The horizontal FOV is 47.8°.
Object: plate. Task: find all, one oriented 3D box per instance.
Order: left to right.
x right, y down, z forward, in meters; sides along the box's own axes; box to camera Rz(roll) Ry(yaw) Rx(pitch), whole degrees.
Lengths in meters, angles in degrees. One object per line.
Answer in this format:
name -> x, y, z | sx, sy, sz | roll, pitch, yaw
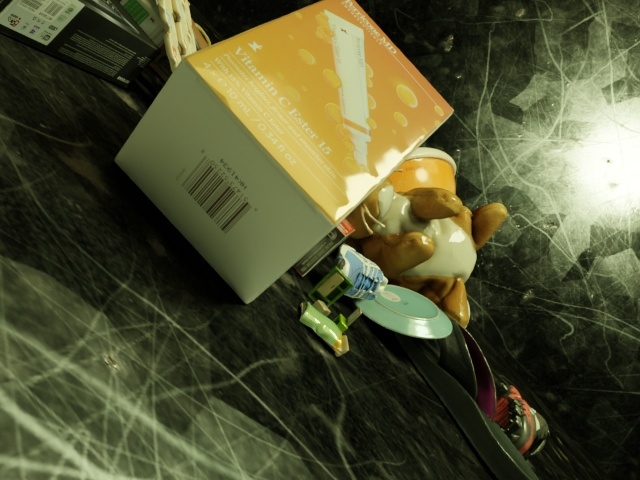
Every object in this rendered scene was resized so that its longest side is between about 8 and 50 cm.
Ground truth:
plate -> 0.149, 0.118, 1.286 | 0.188, 0.024, 0.188 | 15, 20, -6

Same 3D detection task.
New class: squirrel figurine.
squirrel figurine -> 0.122, -0.028, 1.516 | 0.370, 0.281, 0.397 | 28, -8, -21

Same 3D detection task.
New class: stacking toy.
stacking toy -> 0.257, 0.030, 1.897 | 0.350, 0.350, 0.480 | 32, 37, -61

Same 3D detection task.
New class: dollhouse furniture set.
dollhouse furniture set -> 0.019, 0.088, 0.964 | 0.076, 0.058, 0.152 | 46, 9, -10

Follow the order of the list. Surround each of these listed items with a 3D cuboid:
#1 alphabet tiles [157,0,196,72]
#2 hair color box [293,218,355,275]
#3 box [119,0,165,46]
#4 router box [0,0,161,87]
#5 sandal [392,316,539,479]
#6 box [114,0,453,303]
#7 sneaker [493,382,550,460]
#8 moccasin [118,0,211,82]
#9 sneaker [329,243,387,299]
alphabet tiles -> -0.214, -0.298, 1.161 | 0.278, 0.021, 0.284 | 77, 1, -76
hair color box -> 0.000, 0.000, 1.155 | 0.053, 0.093, 0.167 | 47, 8, 1
box -> -0.299, -0.338, 1.163 | 0.087, 0.101, 0.102 | 45, 11, -19
router box -> -0.361, -0.335, 0.905 | 0.243, 0.081, 0.309 | 49, 9, 9
sandal -> 0.263, 0.248, 1.298 | 0.167, 0.107, 0.446 | 39, 12, -48
box -> -0.024, -0.125, 0.842 | 0.215, 0.168, 0.345 | 47, 40, -2
sneaker -> 0.387, 0.369, 1.400 | 0.135, 0.097, 0.276 | 46, 7, 5
moccasin -> -0.302, -0.414, 1.362 | 0.380, 0.139, 0.147 | 46, 8, -16
sneaker -> 0.063, 0.056, 1.195 | 0.081, 0.080, 0.211 | 24, 6, 13
